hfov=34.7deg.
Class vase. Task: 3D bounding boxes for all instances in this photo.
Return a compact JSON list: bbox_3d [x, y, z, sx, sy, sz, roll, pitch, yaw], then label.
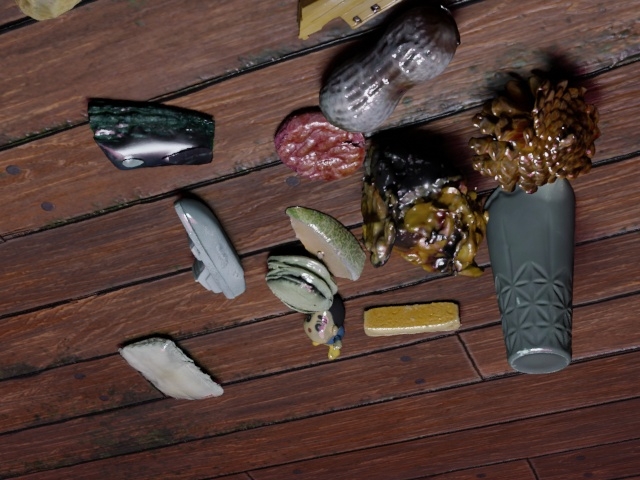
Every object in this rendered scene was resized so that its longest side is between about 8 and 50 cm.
[{"bbox_3d":[0.348,0.068,1.691,0.156,0.301,0.251,8,150,-10],"label":"vase"}]

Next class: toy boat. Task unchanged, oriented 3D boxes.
[{"bbox_3d":[-0.200,0.013,1.772,0.085,0.078,0.260,-21,141,2],"label":"toy boat"},{"bbox_3d":[0.047,-0.329,1.364,0.200,0.057,0.077,-25,142,28],"label":"toy boat"}]

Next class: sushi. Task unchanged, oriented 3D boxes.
[{"bbox_3d":[0.168,-0.042,1.614,0.203,0.200,0.213,2,141,-9],"label":"sushi"}]

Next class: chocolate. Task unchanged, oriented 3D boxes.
[{"bbox_3d":[0.093,-0.236,1.441,0.110,0.110,0.248,26,137,-29],"label":"chocolate"}]

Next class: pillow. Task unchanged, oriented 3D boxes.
[{"bbox_3d":[-0.307,0.269,2.116,0.128,0.051,0.229,-12,139,26],"label":"pillow"}]

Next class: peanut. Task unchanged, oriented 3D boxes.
[{"bbox_3d":[-0.330,-0.355,1.302,0.093,0.083,0.194,22,136,-27],"label":"peanut"}]

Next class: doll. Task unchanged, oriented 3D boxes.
[{"bbox_3d":[0.008,0.167,1.971,0.089,0.102,0.179,-35,147,-27],"label":"doll"}]

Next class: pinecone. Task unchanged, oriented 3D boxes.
[{"bbox_3d":[0.311,-0.154,1.509,0.179,0.150,0.195,30,133,-33],"label":"pinecone"}]

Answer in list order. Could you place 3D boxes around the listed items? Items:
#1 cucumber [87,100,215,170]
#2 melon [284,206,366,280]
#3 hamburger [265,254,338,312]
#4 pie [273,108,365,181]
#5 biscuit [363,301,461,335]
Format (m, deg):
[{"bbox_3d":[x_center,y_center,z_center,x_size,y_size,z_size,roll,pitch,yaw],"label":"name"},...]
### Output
[{"bbox_3d":[-0.259,-0.149,1.574,0.192,0.086,0.115,-1,140,-10],"label":"cucumber"},{"bbox_3d":[0.008,0.001,1.798,0.098,0.054,0.182,1,144,23],"label":"melon"},{"bbox_3d":[-0.035,0.077,1.845,0.133,0.062,0.140,4,151,32],"label":"hamburger"},{"bbox_3d":[0.002,-0.148,1.607,0.154,0.036,0.154,-1,143,-1],"label":"pie"},{"bbox_3d":[0.178,0.155,1.978,0.187,0.052,0.056,-4,158,5],"label":"biscuit"}]
